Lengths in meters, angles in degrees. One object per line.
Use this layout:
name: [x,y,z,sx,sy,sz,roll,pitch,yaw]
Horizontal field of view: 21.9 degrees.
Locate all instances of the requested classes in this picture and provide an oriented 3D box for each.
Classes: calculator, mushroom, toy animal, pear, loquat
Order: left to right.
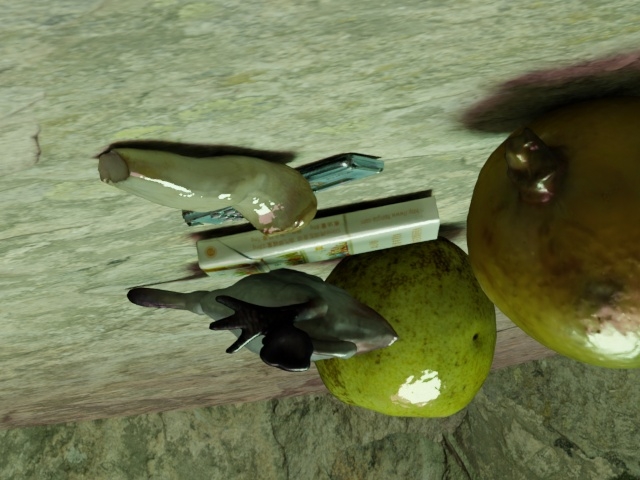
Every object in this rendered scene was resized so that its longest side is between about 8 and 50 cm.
mushroom: [-0.080,-0.038,1.184,0.059,0.054,0.202,-21,161,34]
toy animal: [-0.052,0.070,1.638,0.195,0.090,0.324,10,-179,-24]
calculator: [-0.033,-0.039,1.325,0.172,0.018,0.057,-17,170,30]
pear: [0.089,0.084,1.724,0.197,0.197,0.197,-10,171,-2]
loquat: [0.203,-0.014,1.215,0.213,0.213,0.246,-16,147,32]

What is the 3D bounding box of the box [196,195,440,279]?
box: [0.000,-0.001,1.538,0.220,0.032,0.122,-10,173,1]
